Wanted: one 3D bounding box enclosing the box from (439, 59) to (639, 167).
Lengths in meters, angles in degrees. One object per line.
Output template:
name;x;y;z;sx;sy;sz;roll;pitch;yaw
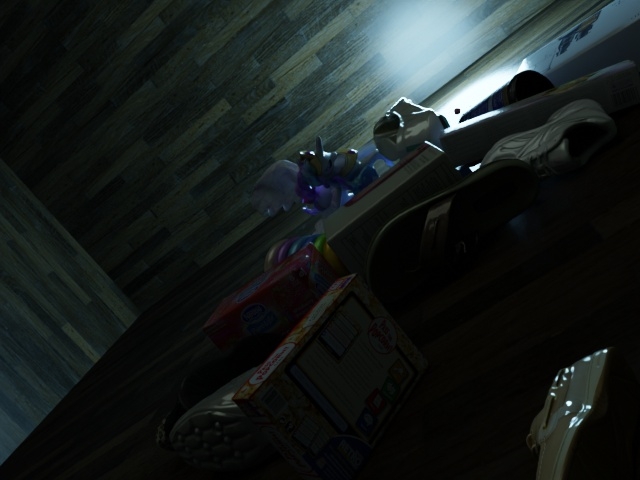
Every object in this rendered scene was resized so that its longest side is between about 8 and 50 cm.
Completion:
box;0.365;-0.209;1.006;0.324;0.067;0.063;-19;16;23

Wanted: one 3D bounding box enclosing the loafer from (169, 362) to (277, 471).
loafer;-0.070;0.223;0.805;0.319;0.112;0.111;-26;9;25

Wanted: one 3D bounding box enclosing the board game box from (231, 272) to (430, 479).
board game box;0.020;0.154;0.655;0.193;0.147;0.045;-45;12;-33

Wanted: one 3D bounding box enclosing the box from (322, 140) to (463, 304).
box;0.138;-0.032;0.992;0.232;0.149;0.127;-37;17;8

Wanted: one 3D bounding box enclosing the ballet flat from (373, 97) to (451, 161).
ballet flat;0.180;-0.234;1.313;0.139;0.139;0.400;-38;14;7

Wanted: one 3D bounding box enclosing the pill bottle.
pill bottle;0.347;-0.225;1.161;0.123;0.123;0.219;-45;7;-30

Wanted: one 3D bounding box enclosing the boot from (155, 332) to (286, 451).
boot;-0.158;0.252;0.997;0.236;0.085;0.179;-19;-27;-46

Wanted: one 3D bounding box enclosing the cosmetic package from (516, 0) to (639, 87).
cosmetic package;0.567;-0.387;1.193;0.377;0.097;0.284;-30;17;42

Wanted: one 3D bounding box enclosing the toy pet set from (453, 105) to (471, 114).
toy pet set;0.358;-0.234;1.295;0.114;0.122;0.065;-11;49;22

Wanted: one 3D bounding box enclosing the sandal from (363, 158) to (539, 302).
sandal;0.190;-0.013;0.879;0.302;0.120;0.086;-37;25;10

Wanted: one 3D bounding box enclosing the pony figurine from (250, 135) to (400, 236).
pony figurine;0.022;-0.125;1.465;0.363;0.303;0.351;-16;-33;-45

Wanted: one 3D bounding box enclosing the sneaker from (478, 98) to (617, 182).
sneaker;0.340;-0.130;0.914;0.232;0.090;0.115;-37;14;17

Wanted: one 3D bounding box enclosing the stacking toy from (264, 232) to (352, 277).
stacking toy;0.030;0.036;1.204;0.330;0.141;0.141;-17;24;49

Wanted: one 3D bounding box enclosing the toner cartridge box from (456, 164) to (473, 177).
toner cartridge box;0.218;-0.100;1.225;0.165;0.075;0.348;-38;11;9

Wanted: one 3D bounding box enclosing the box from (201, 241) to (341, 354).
box;-0.087;0.133;1.151;0.257;0.128;0.123;-33;12;28

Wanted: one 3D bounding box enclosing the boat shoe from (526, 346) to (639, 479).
boat shoe;0.178;0.142;0.417;0.059;0.063;0.170;-33;3;44
